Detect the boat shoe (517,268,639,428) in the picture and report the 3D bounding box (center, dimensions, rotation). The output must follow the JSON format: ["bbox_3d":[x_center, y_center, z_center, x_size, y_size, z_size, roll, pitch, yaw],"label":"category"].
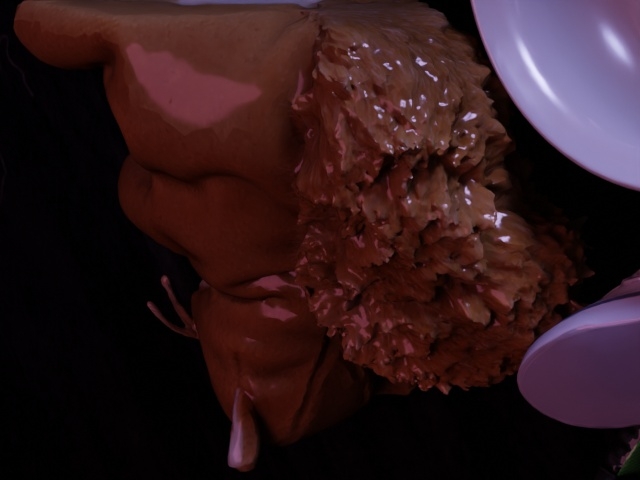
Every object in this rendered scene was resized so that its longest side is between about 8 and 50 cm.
[{"bbox_3d":[0.248,0.046,1.032,0.258,0.084,0.095,-24,113,31],"label":"boat shoe"}]

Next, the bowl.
[{"bbox_3d":[0.241,-0.184,0.963,0.298,0.134,0.298,14,110,42],"label":"bowl"}]

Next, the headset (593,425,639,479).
[{"bbox_3d":[0.286,0.280,1.067,0.243,0.185,0.394,25,102,44],"label":"headset"}]

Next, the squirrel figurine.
[{"bbox_3d":[0.000,0.000,1.167,0.397,0.281,0.370,19,120,44],"label":"squirrel figurine"}]
